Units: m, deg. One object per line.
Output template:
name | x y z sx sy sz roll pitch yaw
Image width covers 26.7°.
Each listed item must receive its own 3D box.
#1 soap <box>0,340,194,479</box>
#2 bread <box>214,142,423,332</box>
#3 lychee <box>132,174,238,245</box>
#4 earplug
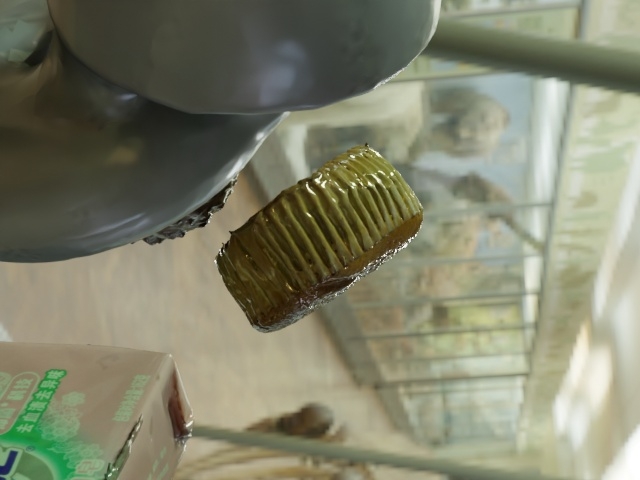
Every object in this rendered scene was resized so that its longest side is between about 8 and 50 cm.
soap | -0.194 0.165 0.818 0.273 0.218 0.098 -69 154 -61
bread | 0.000 0.000 1.639 0.142 0.227 0.253 54 41 0
lychee | -0.222 -0.146 1.637 0.300 0.300 0.300 -4 90 -84
earplug | -0.087 -0.110 0.651 0.175 0.325 0.214 41 40 -27
